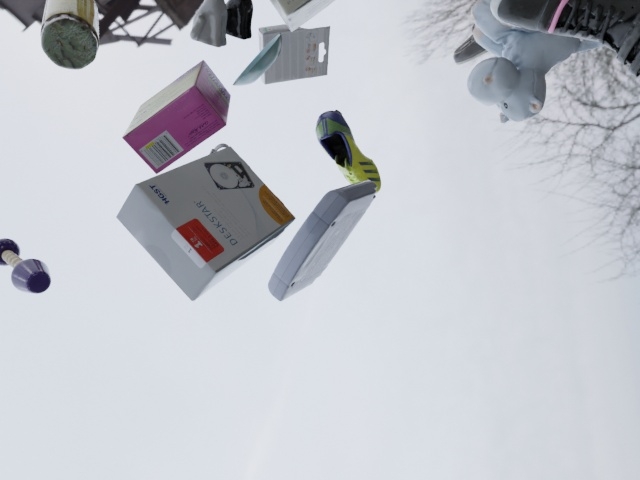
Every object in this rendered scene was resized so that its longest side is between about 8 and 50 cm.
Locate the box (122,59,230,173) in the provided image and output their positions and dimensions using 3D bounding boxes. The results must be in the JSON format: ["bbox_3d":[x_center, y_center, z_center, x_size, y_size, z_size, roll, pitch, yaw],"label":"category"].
[{"bbox_3d":[-0.343,-0.308,1.292,0.117,0.214,0.243,51,-166,-30],"label":"box"}]

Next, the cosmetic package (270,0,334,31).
[{"bbox_3d":[-0.093,-0.485,0.783,0.309,0.113,0.160,55,-173,-12],"label":"cosmetic package"}]

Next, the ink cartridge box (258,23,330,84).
[{"bbox_3d":[-0.086,-0.609,1.706,0.225,0.056,0.181,-15,-38,-16],"label":"ink cartridge box"}]

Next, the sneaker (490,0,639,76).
[{"bbox_3d":[0.387,-0.296,0.706,0.104,0.296,0.146,99,168,-57],"label":"sneaker"}]

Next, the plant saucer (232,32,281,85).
[{"bbox_3d":[-0.163,-0.486,1.446,0.037,0.195,0.195,42,-126,-22],"label":"plant saucer"}]

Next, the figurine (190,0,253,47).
[{"bbox_3d":[-0.240,-0.620,1.340,0.215,0.092,0.209,-50,-18,-53],"label":"figurine"}]

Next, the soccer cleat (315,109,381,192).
[{"bbox_3d":[0.071,-0.199,1.342,0.289,0.094,0.121,51,-149,-41],"label":"soccer cleat"}]

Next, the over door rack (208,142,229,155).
[{"bbox_3d":[-0.333,-0.098,1.582,0.108,0.324,0.239,19,-144,-46],"label":"over door rack"}]

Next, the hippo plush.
[{"bbox_3d":[0.440,-0.385,1.186,0.294,0.234,0.236,21,-87,-11],"label":"hippo plush"}]

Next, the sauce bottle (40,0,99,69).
[{"bbox_3d":[-0.547,-0.498,1.161,0.111,0.111,0.344,34,-156,-42],"label":"sauce bottle"}]

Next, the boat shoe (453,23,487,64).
[{"bbox_3d":[0.484,-0.584,1.378,0.095,0.335,0.112,51,-136,-20],"label":"boat shoe"}]

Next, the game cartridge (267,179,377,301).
[{"bbox_3d":[0.000,0.000,1.143,0.060,0.294,0.196,40,-152,11],"label":"game cartridge"}]

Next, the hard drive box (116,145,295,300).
[{"bbox_3d":[-0.179,-0.037,0.872,0.181,0.089,0.232,47,-143,1],"label":"hard drive box"}]

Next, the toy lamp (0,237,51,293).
[{"bbox_3d":[-0.686,0.060,1.204,0.080,0.275,0.080,-14,-68,-40],"label":"toy lamp"}]
